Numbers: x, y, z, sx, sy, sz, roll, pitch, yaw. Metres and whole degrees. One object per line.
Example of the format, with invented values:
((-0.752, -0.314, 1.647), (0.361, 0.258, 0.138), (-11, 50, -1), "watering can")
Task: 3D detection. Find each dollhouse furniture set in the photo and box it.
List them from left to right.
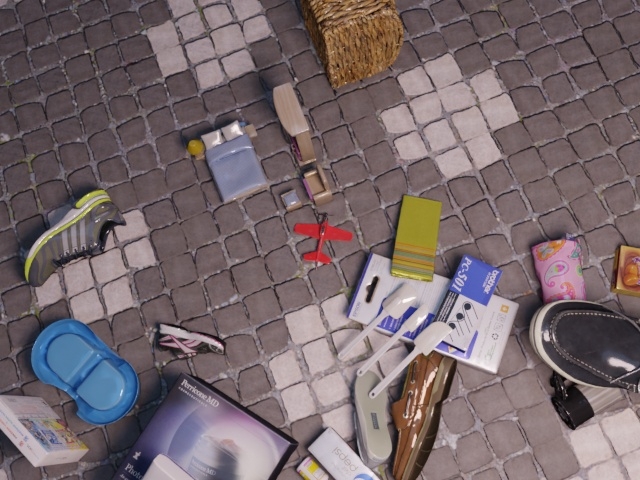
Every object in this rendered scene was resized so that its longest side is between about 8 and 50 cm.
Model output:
((-0.164, -0.197, 1.814), (0.304, 0.198, 0.286), (-22, 72, -1), "dollhouse furniture set")

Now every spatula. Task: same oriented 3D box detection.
((0.161, 0.230, 1.672), (0.242, 0.019, 0.168), (-45, 63, 5), "spatula")

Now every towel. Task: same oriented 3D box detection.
((0.235, -0.006, 1.776), (0.102, 0.021, 0.237), (12, 56, 2), "towel")

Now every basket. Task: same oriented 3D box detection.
((0.079, -0.568, 1.846), (0.214, 0.299, 0.222), (-21, 73, -1), "basket")

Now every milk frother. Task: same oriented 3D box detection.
((0.583, 0.327, 1.615), (0.135, 0.143, 0.129), (-31, 69, -4), "milk frother")

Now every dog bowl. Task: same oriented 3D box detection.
((-0.557, 0.319, 1.765), (0.297, 0.074, 0.166), (37, 80, 15), "dog bowl")

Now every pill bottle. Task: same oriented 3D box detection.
((-0.012, 0.536, 1.662), (0.083, 0.043, 0.043), (42, 82, 15), "pill bottle")

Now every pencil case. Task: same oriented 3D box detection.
((0.566, 0.134, 1.687), (0.124, 0.124, 0.283), (-5, 72, 4), "pencil case")

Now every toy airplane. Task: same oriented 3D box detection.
((0.000, 0.000, 1.828), (0.151, 0.028, 0.151), (-1, 73, 4), "toy airplane")

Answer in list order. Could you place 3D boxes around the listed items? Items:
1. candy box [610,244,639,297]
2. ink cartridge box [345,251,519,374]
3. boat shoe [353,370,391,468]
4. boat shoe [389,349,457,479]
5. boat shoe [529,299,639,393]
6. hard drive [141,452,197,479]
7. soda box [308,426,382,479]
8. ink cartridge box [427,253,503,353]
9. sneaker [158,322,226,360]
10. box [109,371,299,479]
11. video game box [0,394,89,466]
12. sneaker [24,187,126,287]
((0.788, 0.084, 1.714), (0.187, 0.053, 0.109), (10, 74, 7), "candy box")
((0.264, 0.172, 1.733), (0.371, 0.069, 0.175), (20, 77, 8), "ink cartridge box")
((0.106, 0.406, 1.661), (0.079, 0.081, 0.227), (12, 45, -19), "boat shoe")
((0.213, 0.396, 1.654), (0.105, 0.111, 0.307), (17, 79, 24), "boat shoe")
((0.678, 0.245, 1.542), (0.501, 0.156, 0.186), (22, 72, -10), "boat shoe")
((-0.316, 0.609, 1.493), (0.210, 0.040, 0.318), (37, 115, 9), "hard drive")
((0.072, 0.524, 1.645), (0.074, 0.069, 0.216), (-44, 74, -7), "soda box")
((0.331, 0.144, 1.679), (0.097, 0.046, 0.207), (25, 78, 11), "ink cartridge box")
((-0.313, 0.257, 1.771), (0.178, 0.072, 0.077), (13, 87, 17), "sneaker")
((-0.254, 0.496, 1.627), (0.296, 0.182, 0.294), (30, 77, 12), "box")
((-0.646, 0.433, 1.672), (0.187, 0.205, 0.048), (38, 85, 15), "video game box")
((-0.621, 0.008, 1.848), (0.121, 0.111, 0.300), (40, 83, 11), "sneaker")
